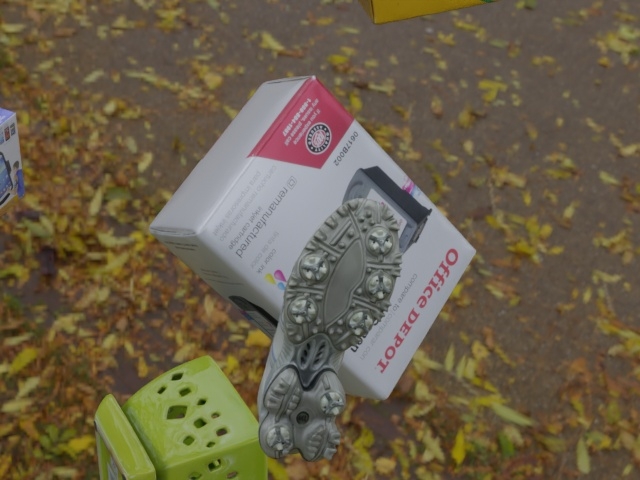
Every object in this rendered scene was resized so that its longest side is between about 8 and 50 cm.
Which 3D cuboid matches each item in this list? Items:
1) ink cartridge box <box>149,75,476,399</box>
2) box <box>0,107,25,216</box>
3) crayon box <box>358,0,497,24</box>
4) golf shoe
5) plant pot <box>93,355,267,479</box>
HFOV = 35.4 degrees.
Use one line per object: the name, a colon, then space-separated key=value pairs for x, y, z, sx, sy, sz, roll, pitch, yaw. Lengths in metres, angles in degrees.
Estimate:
ink cartridge box: x=0.000 y=0.000 z=1.128 sx=0.226 sy=0.306 sz=0.131 roll=-56 pitch=26 yaw=-18
box: x=-0.377 y=-0.087 z=1.149 sx=0.028 sy=0.136 sz=0.081 roll=20 pitch=42 yaw=12
crayon box: x=0.148 y=-0.320 z=1.146 sx=0.318 sy=0.081 sz=0.202 roll=-11 pitch=22 yaw=1
golf shoe: x=-0.005 y=0.051 z=0.651 sx=0.069 sy=0.176 sz=0.086 roll=19 pitch=8 yaw=-17
plant pot: x=-0.218 y=0.344 z=1.523 sx=0.207 sy=0.227 sz=0.228 roll=-13 pitch=33 yaw=-26
